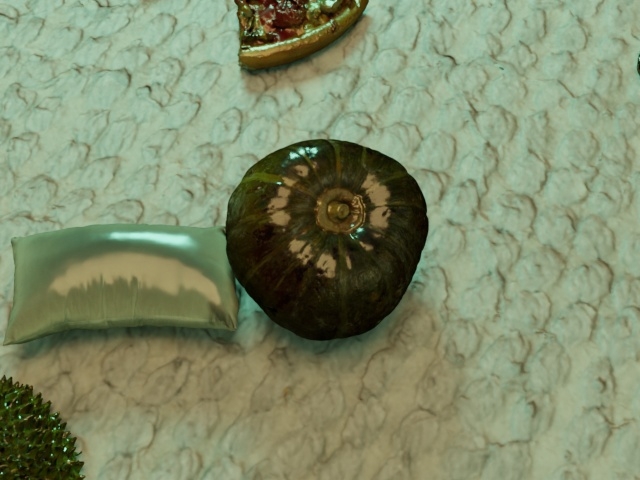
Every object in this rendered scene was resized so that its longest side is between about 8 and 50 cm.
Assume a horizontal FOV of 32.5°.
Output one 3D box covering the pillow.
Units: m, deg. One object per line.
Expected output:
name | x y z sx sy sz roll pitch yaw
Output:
pillow | -0.213 0.046 1.173 0.254 0.078 0.144 -2 55 -1

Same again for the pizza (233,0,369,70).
pizza | -0.061 -0.311 1.432 0.201 0.053 0.193 -39 63 -22

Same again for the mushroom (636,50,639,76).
mushroom | 0.423 -0.212 1.377 0.049 0.019 0.101 -1 58 1

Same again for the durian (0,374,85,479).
durian | -0.308 0.204 1.059 0.137 0.095 0.221 -28 66 -17

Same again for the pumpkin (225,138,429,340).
pumpkin | 0.000 0.000 1.164 0.219 0.162 0.219 4 75 -14
